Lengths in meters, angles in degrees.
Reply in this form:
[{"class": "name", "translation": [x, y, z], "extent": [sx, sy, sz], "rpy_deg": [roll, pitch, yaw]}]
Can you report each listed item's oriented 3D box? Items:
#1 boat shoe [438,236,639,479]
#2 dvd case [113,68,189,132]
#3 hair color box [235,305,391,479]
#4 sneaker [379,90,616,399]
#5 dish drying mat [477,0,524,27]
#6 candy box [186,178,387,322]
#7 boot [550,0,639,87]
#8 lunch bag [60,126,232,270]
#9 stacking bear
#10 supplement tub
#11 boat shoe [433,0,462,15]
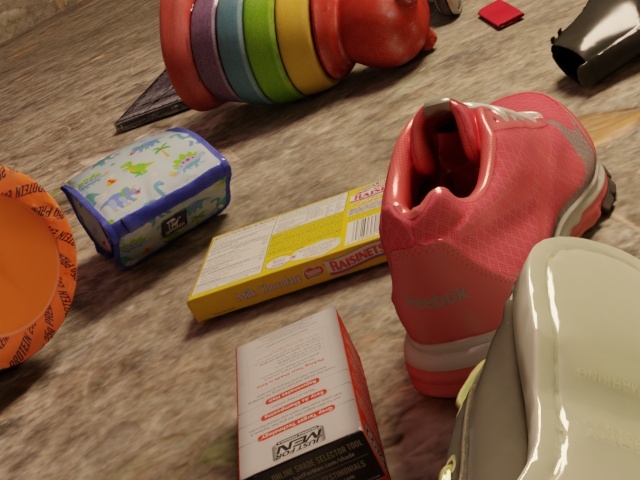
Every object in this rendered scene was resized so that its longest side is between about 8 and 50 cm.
[{"class": "boat shoe", "translation": [0.095, 0.121, 0.393], "extent": [0.109, 0.091, 0.305], "rpy_deg": [21, 38, -1]}, {"class": "dvd case", "translation": [-0.181, -0.227, 1.475], "extent": [0.165, 0.018, 0.221], "rpy_deg": [-16, 26, 24]}, {"class": "hair color box", "translation": [-0.008, 0.098, 0.600], "extent": [0.072, 0.043, 0.141], "rpy_deg": [-24, 23, 5]}, {"class": "sneaker", "translation": [0.110, -0.044, 0.658], "extent": [0.116, 0.136, 0.314], "rpy_deg": [-13, 26, 24]}, {"class": "dish drying mat", "translation": [0.198, -0.250, 1.153], "extent": [0.032, 0.008, 0.083], "rpy_deg": [-26, 24, 2]}, {"class": "candy box", "translation": [0.000, 0.000, 0.813], "extent": [0.206, 0.027, 0.105], "rpy_deg": [-18, 22, 16]}, {"class": "boot", "translation": [0.246, -0.207, 0.943], "extent": [0.137, 0.077, 0.198], "rpy_deg": [-32, 23, -1]}, {"class": "lunch bag", "translation": [-0.158, -0.041, 0.972], "extent": [0.129, 0.096, 0.151], "rpy_deg": [-33, 15, -17]}, {"class": "stacking bear", "translation": [-0.018, -0.239, 1.173], "extent": [0.289, 0.175, 0.164], "rpy_deg": [-4, 55, 22]}, {"class": "supplement tub", "translation": [-0.376, 0.024, 0.917], "extent": [0.338, 0.207, 0.207], "rpy_deg": [-1, 34, 44]}, {"class": "boat shoe", "translation": [0.120, -0.342, 1.278], "extent": [0.065, 0.075, 0.206], "rpy_deg": [-23, 55, 14]}]
